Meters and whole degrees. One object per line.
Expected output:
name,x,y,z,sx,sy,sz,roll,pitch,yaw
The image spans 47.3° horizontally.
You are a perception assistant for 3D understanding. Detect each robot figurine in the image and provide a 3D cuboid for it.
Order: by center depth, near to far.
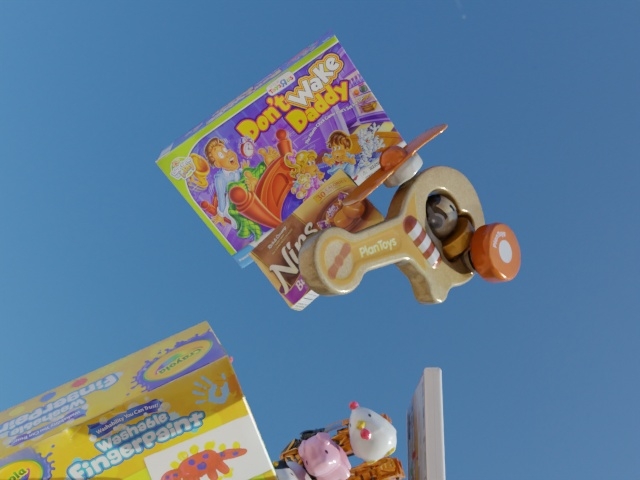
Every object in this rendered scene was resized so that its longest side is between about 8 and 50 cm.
robot figurine,0.032,0.499,1.634,0.291,0.085,0.211,-23,-128,12

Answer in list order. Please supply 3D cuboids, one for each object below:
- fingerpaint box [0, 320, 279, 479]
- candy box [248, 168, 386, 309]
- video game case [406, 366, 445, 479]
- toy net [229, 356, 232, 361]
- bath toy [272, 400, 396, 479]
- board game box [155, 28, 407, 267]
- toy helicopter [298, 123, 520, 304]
fingerpaint box,-0.318,0.403,1.245,0.163,0.445,0.370,38,-30,63
candy box,0.000,0.000,1.058,0.187,0.053,0.109,-41,-109,7
video game case,0.146,0.312,1.035,0.025,0.285,0.203,1,-113,2
toy net,-0.232,0.224,1.445,0.122,0.232,0.045,-12,-89,1
bath toy,-0.011,0.453,1.508,0.348,0.151,0.129,-31,-91,3
board game box,-0.059,-0.145,1.205,0.347,0.078,0.233,-34,-69,10
toy helicopter,0.105,-0.021,0.965,0.140,0.355,0.234,-13,-87,46
